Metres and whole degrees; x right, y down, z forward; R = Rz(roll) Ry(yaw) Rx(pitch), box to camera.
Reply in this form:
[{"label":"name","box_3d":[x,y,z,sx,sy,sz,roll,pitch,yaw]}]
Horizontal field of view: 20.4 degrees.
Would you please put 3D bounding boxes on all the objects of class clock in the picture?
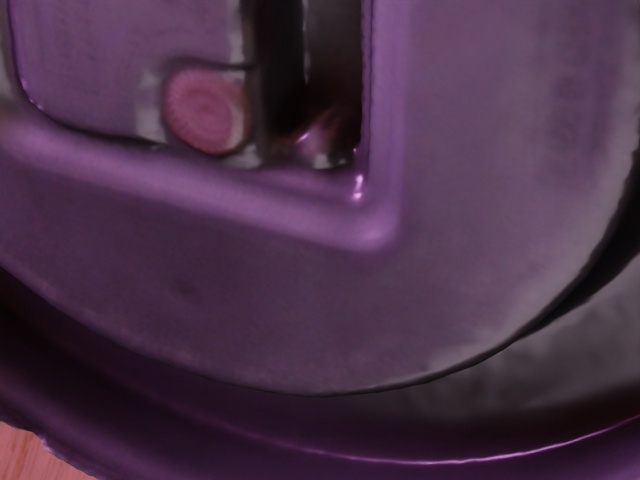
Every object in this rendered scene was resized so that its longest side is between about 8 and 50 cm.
[{"label":"clock","box_3d":[-0.022,-0.070,0.411,0.325,0.067,0.325,16,128,21]}]
